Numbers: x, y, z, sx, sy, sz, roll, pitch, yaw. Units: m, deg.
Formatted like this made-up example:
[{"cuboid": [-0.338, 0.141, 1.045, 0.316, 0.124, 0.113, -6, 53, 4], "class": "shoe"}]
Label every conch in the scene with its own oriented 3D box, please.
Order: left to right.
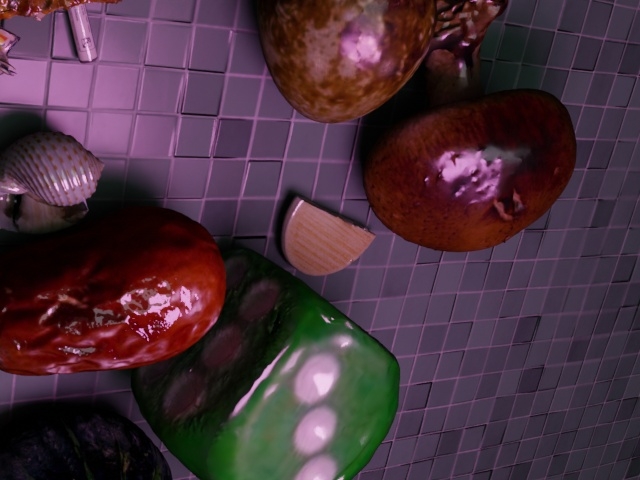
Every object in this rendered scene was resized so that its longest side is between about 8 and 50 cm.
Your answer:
[{"cuboid": [-0.350, -0.074, 1.193, 0.153, 0.102, 0.135, -2, 129, 3], "class": "conch"}]

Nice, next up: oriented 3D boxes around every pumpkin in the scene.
[{"cuboid": [-0.353, 0.389, 1.341, 0.315, 0.238, 0.315, -16, 119, -33], "class": "pumpkin"}]

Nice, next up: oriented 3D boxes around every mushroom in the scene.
[{"cuboid": [0.205, -0.158, 1.484, 0.331, 0.356, 0.334, -34, 166, -19], "class": "mushroom"}]

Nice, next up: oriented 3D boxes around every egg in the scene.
[{"cuboid": [0.032, -0.288, 1.260, 0.238, 0.238, 0.289, -12, 128, -30], "class": "egg"}]

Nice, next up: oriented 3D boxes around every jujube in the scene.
[{"cuboid": [-0.281, 0.068, 1.233, 0.318, 0.223, 0.223, -13, 120, -21], "class": "jujube"}]

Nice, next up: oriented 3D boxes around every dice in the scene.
[{"cuboid": [-0.080, 0.204, 1.401, 0.297, 0.287, 0.300, -51, 131, -2], "class": "dice"}]

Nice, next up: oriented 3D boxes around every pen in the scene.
[{"cuboid": [-0.304, -0.316, 1.151, 0.025, 0.025, 0.204, -22, 123, -25], "class": "pen"}]

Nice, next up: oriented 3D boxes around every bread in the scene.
[{"cuboid": [-0.004, 0.002, 1.517, 0.193, 0.036, 0.112, 23, 103, -44], "class": "bread"}]

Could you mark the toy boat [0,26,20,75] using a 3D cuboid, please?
[{"cuboid": [-0.443, -0.240, 1.066, 0.210, 0.066, 0.084, 28, 94, -40], "class": "toy boat"}]

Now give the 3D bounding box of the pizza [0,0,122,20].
[{"cuboid": [-0.303, -0.315, 1.098, 0.246, 0.058, 0.127, -8, 117, -28], "class": "pizza"}]
